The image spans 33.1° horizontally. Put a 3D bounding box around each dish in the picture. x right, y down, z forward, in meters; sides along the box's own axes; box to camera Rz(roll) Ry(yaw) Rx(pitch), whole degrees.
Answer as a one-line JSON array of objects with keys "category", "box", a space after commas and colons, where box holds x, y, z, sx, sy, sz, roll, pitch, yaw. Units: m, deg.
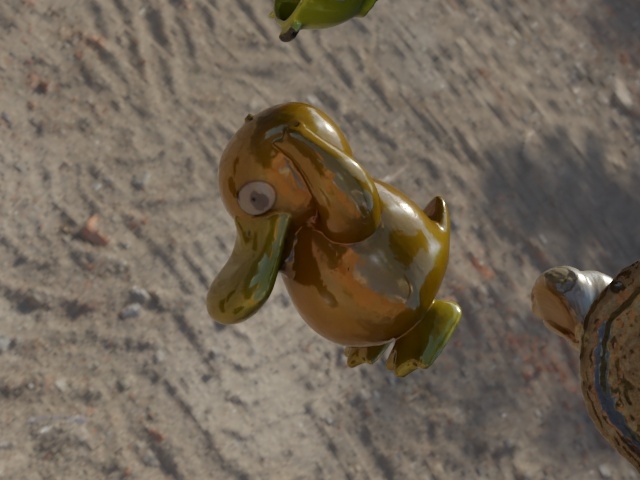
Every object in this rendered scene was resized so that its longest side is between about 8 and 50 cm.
[{"category": "dish", "box": [0.038, -0.375, 1.413, 0.108, 0.262, 0.221, 22, 19, -17]}]

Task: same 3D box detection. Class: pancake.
[{"category": "pancake", "box": [0.273, 0.094, 0.755, 0.021, 0.199, 0.199, -4, 62, -51]}]

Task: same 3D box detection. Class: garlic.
[{"category": "garlic", "box": [0.237, 0.068, 0.952, 0.113, 0.074, 0.094, 54, 5, -11]}]

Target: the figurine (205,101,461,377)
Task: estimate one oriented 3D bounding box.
[{"category": "figurine", "box": [0.009, 0.000, 0.932, 0.228, 0.215, 0.215, 22, 44, -22]}]
